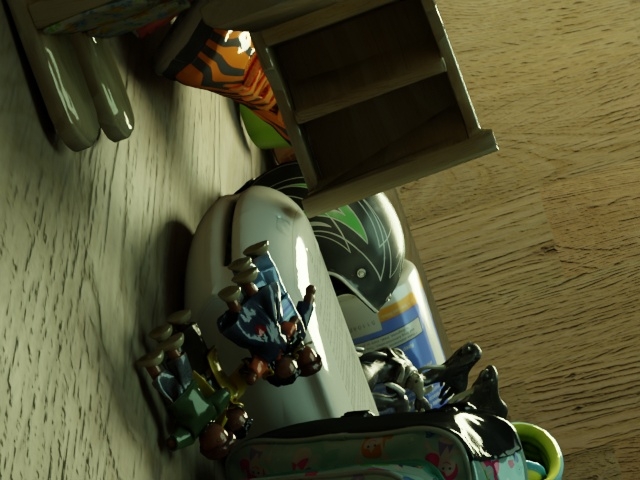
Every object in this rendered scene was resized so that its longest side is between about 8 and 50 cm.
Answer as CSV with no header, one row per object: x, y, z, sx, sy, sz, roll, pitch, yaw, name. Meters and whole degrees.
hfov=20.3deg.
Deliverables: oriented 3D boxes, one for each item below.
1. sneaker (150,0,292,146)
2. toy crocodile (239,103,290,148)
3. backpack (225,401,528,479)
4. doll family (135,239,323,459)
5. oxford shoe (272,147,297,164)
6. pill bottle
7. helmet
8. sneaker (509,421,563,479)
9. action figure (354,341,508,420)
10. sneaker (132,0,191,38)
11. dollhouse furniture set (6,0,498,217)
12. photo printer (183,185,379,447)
-0.045,-0.165,1.665,0.180,0.124,0.321,36,10,0,sneaker
-0.038,-0.211,2.147,0.340,0.115,0.105,-83,162,-67,toy crocodile
0.042,0.259,1.292,0.191,0.225,0.253,-11,93,-57,backpack
-0.058,0.087,1.310,0.076,0.193,0.111,-4,-59,57,doll family
0.014,-0.033,2.060,0.397,0.140,0.146,-86,164,-67,oxford shoe
0.072,0.169,1.979,0.152,0.152,0.272,-80,153,-74,pill bottle
0.000,0.000,1.763,0.169,0.161,0.169,-16,90,-83,helmet
0.155,0.323,1.863,0.319,0.127,0.208,-59,160,-30,sneaker
0.051,0.166,1.787,0.164,0.275,0.141,43,-57,49,action figure
-0.160,-0.270,1.556,0.092,0.088,0.225,31,40,-41,sneaker
0.010,-0.151,1.337,0.394,0.362,0.256,-49,119,-82,dollhouse furniture set
-0.028,0.113,1.519,0.256,0.107,0.307,-88,160,-68,photo printer
